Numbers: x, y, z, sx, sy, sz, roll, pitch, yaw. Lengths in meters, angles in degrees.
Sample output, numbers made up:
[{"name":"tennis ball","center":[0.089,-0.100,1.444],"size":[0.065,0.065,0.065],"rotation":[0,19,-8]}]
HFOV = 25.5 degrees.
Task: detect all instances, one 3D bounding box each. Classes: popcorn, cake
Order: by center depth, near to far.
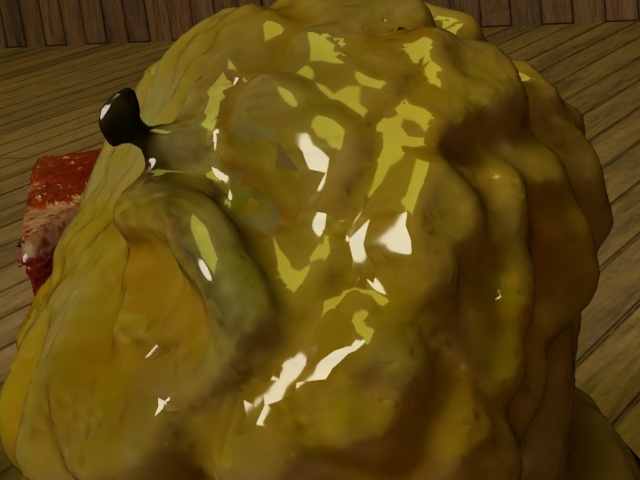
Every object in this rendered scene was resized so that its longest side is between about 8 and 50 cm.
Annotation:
[{"name":"popcorn","center":[0.024,0.062,0.701],"size":[0.382,0.349,0.349],"rotation":[27,2,-24]},{"name":"cake","center":[-0.213,0.020,1.185],"size":[0.160,0.158,0.262],"rotation":[-4,17,28]}]
